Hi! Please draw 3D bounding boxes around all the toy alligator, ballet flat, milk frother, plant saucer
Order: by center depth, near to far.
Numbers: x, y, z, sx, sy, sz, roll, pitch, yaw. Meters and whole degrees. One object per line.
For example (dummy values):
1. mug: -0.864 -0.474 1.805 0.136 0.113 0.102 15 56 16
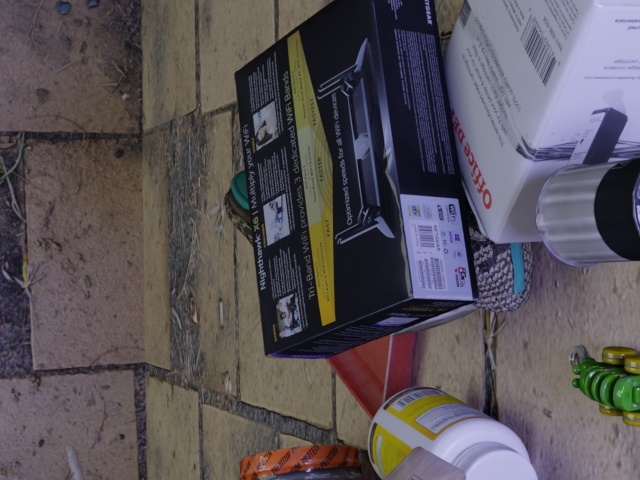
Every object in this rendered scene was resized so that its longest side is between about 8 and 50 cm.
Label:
1. milk frother: 0.251 0.009 1.113 0.135 0.129 0.143 175 100 -68
2. toy alligator: 0.242 0.120 1.260 0.189 0.051 0.056 -160 71 -70
3. ballet flat: 0.050 0.014 1.579 0.483 0.164 0.182 5 112 56
4. plant saucer: 0.063 0.059 1.795 0.258 0.047 0.259 -132 44 -63

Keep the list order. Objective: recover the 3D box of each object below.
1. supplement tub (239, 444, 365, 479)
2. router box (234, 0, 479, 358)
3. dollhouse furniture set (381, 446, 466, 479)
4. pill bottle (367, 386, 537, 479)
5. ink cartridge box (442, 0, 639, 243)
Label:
1. supplement tub: -0.010 0.420 1.801 0.193 0.193 0.316 136 131 -65
2. router box: 0.025 -0.061 1.401 0.243 0.081 0.309 -25 66 52
3. dollhouse furniture set: 0.114 0.335 1.372 0.262 0.135 0.259 23 148 51
4. pill bottle: 0.135 0.225 1.480 0.215 0.117 0.117 -158 68 -70
5. ink cartridge box: 0.204 -0.157 1.264 0.273 0.114 0.197 109 152 -45
